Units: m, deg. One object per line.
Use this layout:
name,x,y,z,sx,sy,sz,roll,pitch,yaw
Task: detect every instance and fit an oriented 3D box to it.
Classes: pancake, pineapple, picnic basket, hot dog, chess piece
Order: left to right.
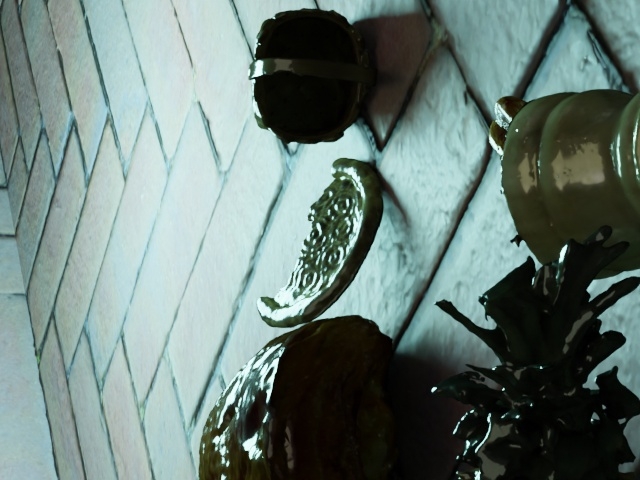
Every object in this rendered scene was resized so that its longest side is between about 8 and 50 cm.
hot dog,-0.011,0.211,1.465,0.387,0.174,0.267,142,129,-72
picnic basket,-0.009,-0.166,1.515,0.178,0.128,0.138,-156,67,-75
pancake,0.000,0.000,1.537,0.184,0.020,0.191,-29,42,44
hot dog,0.174,-0.070,1.201,0.144,0.038,0.062,-120,35,-53
pineapple,0.156,0.153,1.008,0.169,0.169,0.341,-129,32,-57
chess piece,0.255,-0.055,0.939,0.301,0.137,0.137,-13,76,55
